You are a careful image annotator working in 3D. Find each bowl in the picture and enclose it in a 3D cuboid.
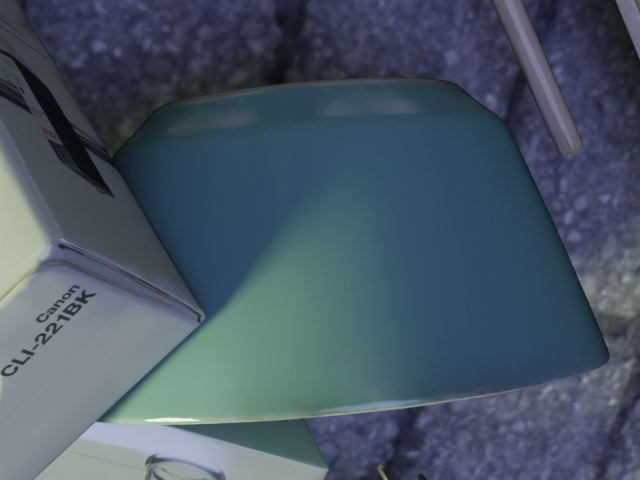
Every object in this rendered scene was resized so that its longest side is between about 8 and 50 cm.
[{"bbox_3d":[0.000,0.000,0.736,0.312,0.311,0.163,-4,90,-13],"label":"bowl"}]

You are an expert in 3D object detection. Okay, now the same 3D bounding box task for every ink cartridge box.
[{"bbox_3d":[-0.208,-0.005,0.647,0.197,0.273,0.114,-43,144,11],"label":"ink cartridge box"}]

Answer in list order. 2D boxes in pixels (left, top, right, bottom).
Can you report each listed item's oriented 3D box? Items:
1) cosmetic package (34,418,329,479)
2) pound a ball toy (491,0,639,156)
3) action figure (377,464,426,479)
[{"bbox_3d":[-0.222,0.203,0.833,0.377,0.097,0.284,18,101,-19],"label":"cosmetic package"},{"bbox_3d":[0.228,-0.131,0.834,0.208,0.135,0.319,-21,115,20],"label":"pound a ball toy"},{"bbox_3d":[0.026,0.295,0.856,0.164,0.141,0.275,20,98,-56],"label":"action figure"}]
